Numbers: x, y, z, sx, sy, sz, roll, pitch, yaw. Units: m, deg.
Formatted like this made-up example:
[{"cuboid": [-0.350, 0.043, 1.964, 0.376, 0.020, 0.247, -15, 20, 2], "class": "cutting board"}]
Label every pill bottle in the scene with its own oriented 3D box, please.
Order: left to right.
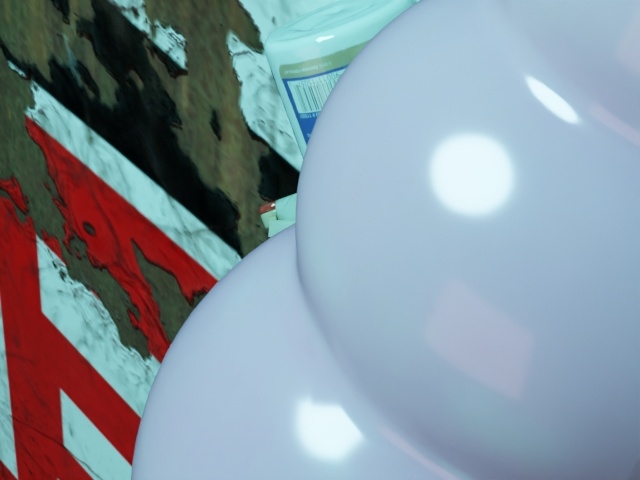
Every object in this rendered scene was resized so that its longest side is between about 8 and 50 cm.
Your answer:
[{"cuboid": [0.026, -0.041, 0.729, 0.067, 0.067, 0.120, 7, 122, 55], "class": "pill bottle"}]

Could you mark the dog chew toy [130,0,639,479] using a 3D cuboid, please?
[{"cuboid": [0.073, 0.018, 0.483, 0.206, 0.206, 0.332, 43, 126, 27], "class": "dog chew toy"}]

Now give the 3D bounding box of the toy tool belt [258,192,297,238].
[{"cuboid": [0.000, 0.000, 0.824, 0.083, 0.052, 0.051, -16, 94, 61], "class": "toy tool belt"}]
